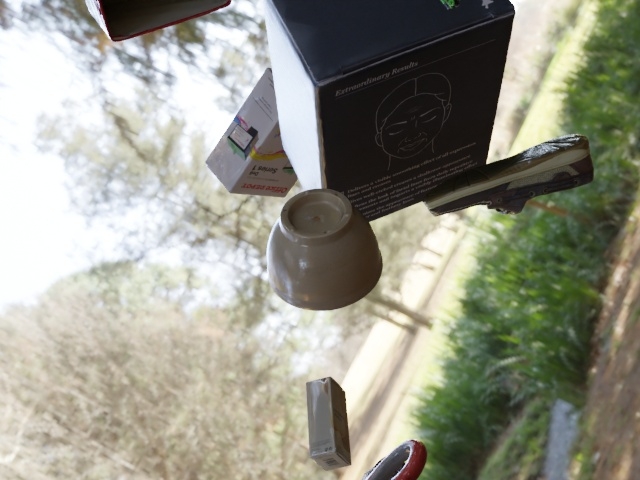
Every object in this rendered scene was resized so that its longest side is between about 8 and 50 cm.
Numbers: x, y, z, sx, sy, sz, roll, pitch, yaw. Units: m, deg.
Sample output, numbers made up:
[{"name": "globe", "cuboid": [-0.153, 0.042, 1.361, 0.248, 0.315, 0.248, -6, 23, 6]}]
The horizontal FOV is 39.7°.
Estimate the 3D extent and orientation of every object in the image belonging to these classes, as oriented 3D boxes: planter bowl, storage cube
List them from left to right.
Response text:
[{"name": "storage cube", "cuboid": [-0.263, -0.427, 1.303, 0.215, 0.193, 0.183, -23, -55, -14]}, {"name": "planter bowl", "cuboid": [0.000, 0.000, 1.196, 0.162, 0.162, 0.109, -58, -28, -37]}]

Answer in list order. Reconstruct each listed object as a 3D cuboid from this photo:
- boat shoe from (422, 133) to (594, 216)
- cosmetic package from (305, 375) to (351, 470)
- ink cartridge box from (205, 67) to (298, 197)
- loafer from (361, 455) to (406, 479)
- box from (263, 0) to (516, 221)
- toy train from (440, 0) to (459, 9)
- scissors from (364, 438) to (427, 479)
[{"name": "boat shoe", "cuboid": [0.247, -0.068, 1.155, 0.224, 0.073, 0.080, -21, 16, 11]}, {"name": "cosmetic package", "cuboid": [0.011, 0.256, 1.241, 0.060, 0.041, 0.115, 51, -153, -49]}, {"name": "ink cartridge box", "cuboid": [-0.101, -0.236, 2.017, 0.201, 0.117, 0.278, 2, -47, -52]}, {"name": "loafer", "cuboid": [0.091, 0.314, 1.164, 0.170, 0.062, 0.061, 146, 137, -76]}, {"name": "box", "cuboid": [0.096, -0.230, 1.352, 0.294, 0.212, 0.395, -21, -29, -10]}, {"name": "toy train", "cuboid": [0.137, -0.312, 1.067, 0.017, 0.083, 0.024, -43, 8, -29]}, {"name": "scissors", "cuboid": [0.002, 0.273, 0.849, 0.297, 0.021, 0.109, -40, 16, 40]}]
